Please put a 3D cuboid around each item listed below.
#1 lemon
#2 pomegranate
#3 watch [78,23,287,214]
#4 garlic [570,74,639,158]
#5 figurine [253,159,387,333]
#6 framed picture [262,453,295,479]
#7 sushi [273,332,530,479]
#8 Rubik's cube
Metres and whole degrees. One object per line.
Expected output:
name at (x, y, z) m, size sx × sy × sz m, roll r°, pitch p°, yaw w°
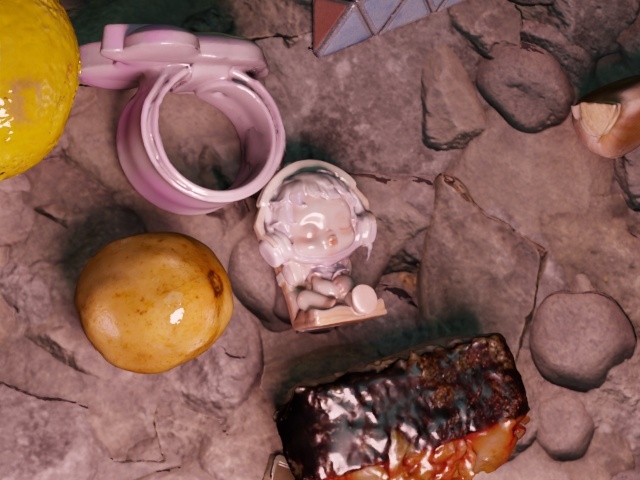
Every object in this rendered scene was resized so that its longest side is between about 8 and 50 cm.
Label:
lemon at (-0.409, -0.197, 1.568) m, size 0.258 × 0.258 × 0.310 m, roll 0°, pitch 68°, yaw -20°
pomegranate at (-0.203, 0.077, 1.598) m, size 0.196 × 0.196 × 0.196 m, roll 6°, pitch 71°, yaw -18°
watch at (-0.169, -0.149, 1.679) m, size 0.248 × 0.211 × 0.217 m, roll 0°, pitch 81°, yaw -28°
garlic at (0.466, -0.203, 1.936) m, size 0.266 × 0.148 × 0.128 m, roll -35°, pitch 117°, yaw -25°
figurine at (-0.001, 0.001, 1.704) m, size 0.163 × 0.141 × 0.236 m, roll -4°, pitch 73°, yaw -23°
framed picture at (-0.004, 0.427, 1.628) m, size 0.211 × 0.020 × 0.289 m, roll 22°, pitch 67°, yaw -12°
sushi at (0.109, 0.222, 1.653) m, size 0.343 × 0.196 × 0.181 m, roll -12°, pitch 89°, yaw -23°
Rubik's cube at (0.095, -0.409, 1.878) m, size 0.233 × 0.228 × 0.228 m, roll -5°, pitch 27°, yaw 15°
